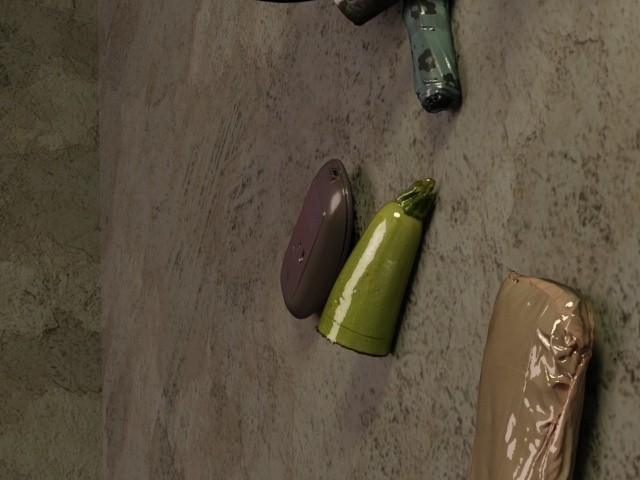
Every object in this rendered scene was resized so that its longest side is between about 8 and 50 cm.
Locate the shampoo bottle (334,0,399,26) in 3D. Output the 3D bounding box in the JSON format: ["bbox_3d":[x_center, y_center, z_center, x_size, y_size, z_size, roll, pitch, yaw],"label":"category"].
[{"bbox_3d":[0.109,-0.329,1.456,0.208,0.057,0.063,-33,45,22],"label":"shampoo bottle"}]

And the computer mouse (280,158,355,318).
[{"bbox_3d":[0.001,0.001,1.684,0.120,0.057,0.232,-107,31,-49],"label":"computer mouse"}]

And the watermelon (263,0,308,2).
[{"bbox_3d":[-0.034,-0.461,1.565,0.363,0.363,0.363,-171,90,-69],"label":"watermelon"}]

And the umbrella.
[{"bbox_3d":[0.126,-0.255,1.483,0.053,0.052,0.250,114,155,-53],"label":"umbrella"}]

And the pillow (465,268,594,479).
[{"bbox_3d":[0.183,0.164,1.140,0.173,0.067,0.270,-170,90,-74],"label":"pillow"}]

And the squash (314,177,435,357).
[{"bbox_3d":[0.078,0.026,1.466,0.224,0.094,0.094,-66,24,14],"label":"squash"}]
